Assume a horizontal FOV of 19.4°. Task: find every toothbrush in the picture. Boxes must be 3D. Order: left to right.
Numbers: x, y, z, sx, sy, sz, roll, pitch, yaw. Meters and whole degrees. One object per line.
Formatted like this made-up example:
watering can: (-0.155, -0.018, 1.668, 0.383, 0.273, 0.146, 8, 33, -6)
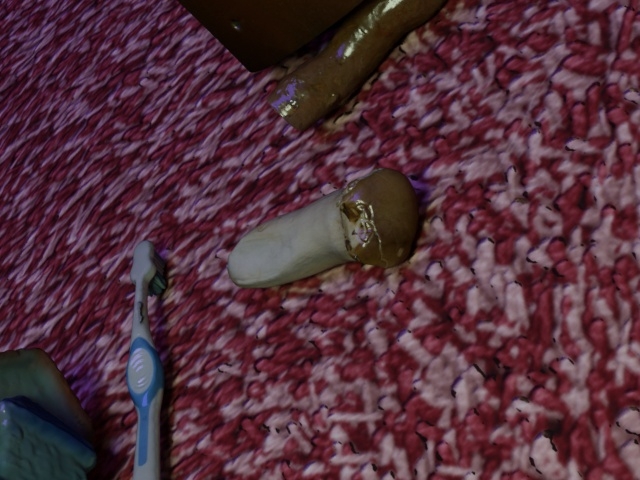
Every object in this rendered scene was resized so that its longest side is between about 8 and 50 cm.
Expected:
toothbrush: (-0.162, 0.130, 1.713, 0.040, 0.040, 0.386, -38, 32, 24)

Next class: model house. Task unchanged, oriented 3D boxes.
model house: (-0.351, 0.199, 1.736, 0.295, 0.251, 0.329, -40, 27, 31)

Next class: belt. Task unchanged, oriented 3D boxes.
belt: (-0.010, -0.286, 1.803, 0.338, 0.122, 0.217, -26, 23, 53)

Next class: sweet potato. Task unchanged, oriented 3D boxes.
sweet potato: (0.067, -0.213, 1.747, 0.281, 0.059, 0.067, -44, -3, 9)

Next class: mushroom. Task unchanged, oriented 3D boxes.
mushroom: (0.000, 0.000, 1.624, 0.209, 0.071, 0.084, -20, 77, 47)
